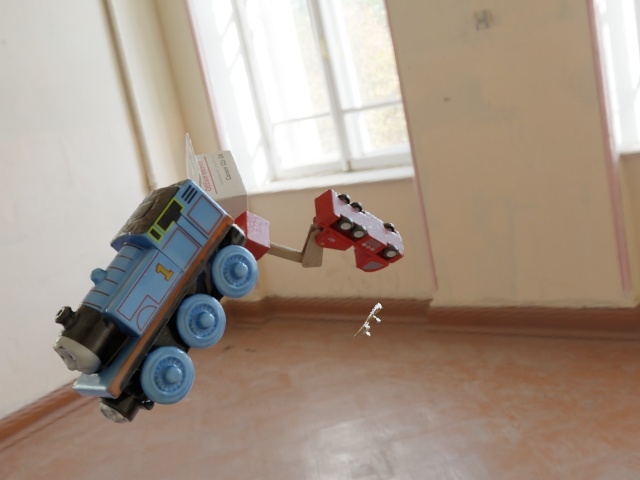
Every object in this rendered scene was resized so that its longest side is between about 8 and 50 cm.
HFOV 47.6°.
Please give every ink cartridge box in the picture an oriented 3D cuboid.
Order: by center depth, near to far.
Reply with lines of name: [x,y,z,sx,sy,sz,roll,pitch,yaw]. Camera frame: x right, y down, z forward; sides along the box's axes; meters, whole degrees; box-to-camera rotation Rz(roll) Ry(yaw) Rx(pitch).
ink cartridge box: [-0.141,-0.044,1.005,0.067,0.198,0.115,-11,42,-14]

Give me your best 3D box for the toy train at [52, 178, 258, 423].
toy train: [-0.126,0.044,0.556,0.080,0.105,0.184,-13,39,51]

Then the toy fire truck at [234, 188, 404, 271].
toy fire truck: [0.000,0.000,0.932,0.135,0.047,0.192,-34,-46,31]

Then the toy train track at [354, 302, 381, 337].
toy train track: [0.063,0.096,0.872,0.048,0.014,0.083,-54,-4,21]
